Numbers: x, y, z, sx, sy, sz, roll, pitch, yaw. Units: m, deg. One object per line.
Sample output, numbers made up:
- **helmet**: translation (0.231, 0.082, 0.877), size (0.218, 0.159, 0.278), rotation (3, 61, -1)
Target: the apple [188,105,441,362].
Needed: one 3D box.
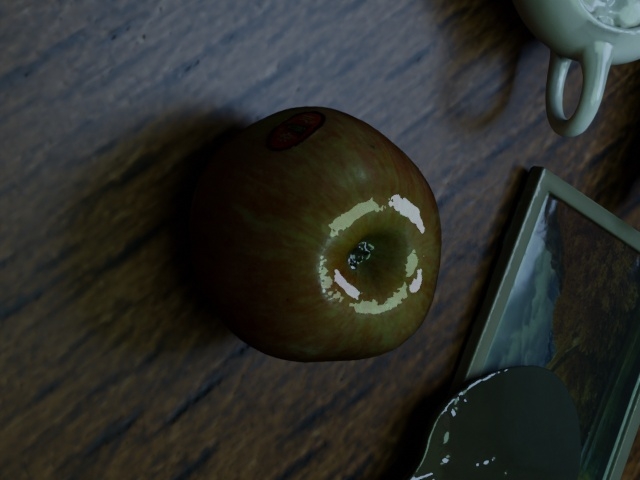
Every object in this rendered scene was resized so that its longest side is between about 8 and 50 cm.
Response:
- **apple**: translation (0.000, 0.000, 1.101), size (0.146, 0.131, 0.146), rotation (-9, 105, -35)

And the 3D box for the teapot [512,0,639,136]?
- **teapot**: translation (0.182, -0.178, 1.254), size (0.145, 0.092, 0.226), rotation (10, 94, -23)

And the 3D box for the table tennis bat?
- **table tennis bat**: translation (0.088, 0.155, 1.248), size (0.234, 0.022, 0.131), rotation (-14, 105, -40)

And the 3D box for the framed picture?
- **framed picture**: translation (0.162, 0.097, 1.323), size (0.184, 0.016, 0.250), rotation (31, 75, -38)
